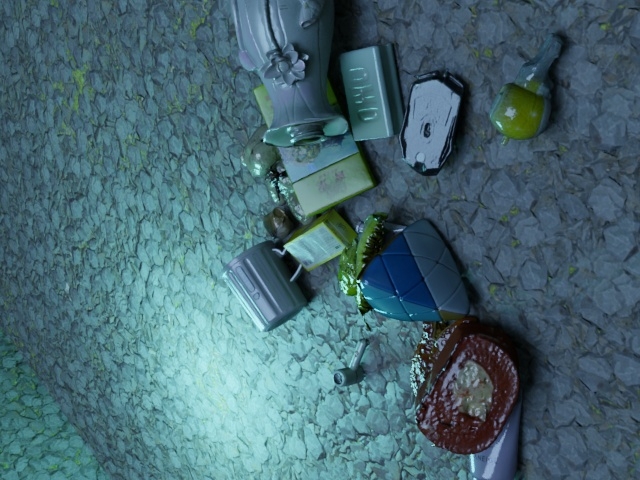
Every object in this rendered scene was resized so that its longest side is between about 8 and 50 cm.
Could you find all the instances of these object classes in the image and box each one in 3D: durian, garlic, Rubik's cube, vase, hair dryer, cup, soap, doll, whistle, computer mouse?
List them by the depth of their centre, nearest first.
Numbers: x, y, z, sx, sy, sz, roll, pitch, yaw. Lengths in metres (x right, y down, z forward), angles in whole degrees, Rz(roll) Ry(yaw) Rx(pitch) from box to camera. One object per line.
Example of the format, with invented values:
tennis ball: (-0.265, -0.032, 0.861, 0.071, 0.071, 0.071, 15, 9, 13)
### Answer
whistle: (0.398, -0.275, 1.572, 0.123, 0.123, 0.223, 37, 111, 32)
computer mouse: (0.239, -0.248, 1.768, 0.126, 0.071, 0.231, 17, 109, 28)
vase: (-0.066, -0.427, 1.850, 0.250, 0.250, 0.445, -21, 77, 49)
Rubik's cube: (0.213, 0.128, 1.864, 0.254, 0.254, 0.254, 20, 118, 41)
soap: (0.116, -0.327, 1.869, 0.119, 0.066, 0.198, -1, 104, 45)
durian: (0.100, 0.082, 1.975, 0.132, 0.107, 0.375, 41, 143, 32)
doll: (-0.090, -0.162, 2.107, 0.175, 0.149, 0.278, -41, 84, 20)
hair dryer: (0.086, 0.308, 2.143, 0.047, 0.082, 0.137, 33, 111, 35)
garlic: (-0.109, -0.044, 2.216, 0.152, 0.066, 0.084, 158, 96, -73)
cup: (-0.134, 0.113, 2.231, 0.202, 0.167, 0.221, 56, 138, 11)

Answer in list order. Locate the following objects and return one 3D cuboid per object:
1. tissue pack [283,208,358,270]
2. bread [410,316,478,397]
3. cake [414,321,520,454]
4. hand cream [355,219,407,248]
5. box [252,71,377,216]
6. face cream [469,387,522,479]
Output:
tissue pack: (0.000, 0.000, 2.099, 0.095, 0.062, 0.176, 46, 139, -11)
bread: (0.270, 0.276, 1.916, 0.139, 0.095, 0.268, 17, 113, 34)
cake: (0.318, 0.316, 1.790, 0.177, 0.151, 0.283, 28, 102, 3)
hand cream: (0.148, -0.012, 1.973, 0.142, 0.053, 0.084, 22, 119, 29)
box: (-0.014, -0.243, 1.993, 0.187, 0.047, 0.335, -24, 87, 17)
face cream: (0.384, 0.450, 1.876, 0.154, 0.096, 0.273, 1, 92, 49)
